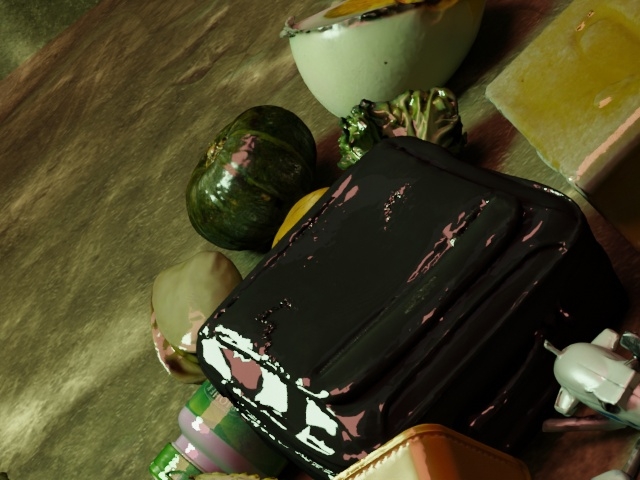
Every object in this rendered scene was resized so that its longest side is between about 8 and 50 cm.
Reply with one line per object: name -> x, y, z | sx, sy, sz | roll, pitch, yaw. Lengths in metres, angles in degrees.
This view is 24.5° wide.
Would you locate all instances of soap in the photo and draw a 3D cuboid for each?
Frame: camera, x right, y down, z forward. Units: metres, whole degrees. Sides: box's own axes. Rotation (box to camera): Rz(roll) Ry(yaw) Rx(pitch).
soap -> 0.356, -0.179, 1.474 | 0.335, 0.156, 0.293 | -44, 29, 10

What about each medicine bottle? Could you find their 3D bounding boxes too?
medicine bottle -> -0.066, 0.183, 1.638 | 0.274, 0.133, 0.133 | -51, 25, -5

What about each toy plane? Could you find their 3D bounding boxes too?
toy plane -> 0.273, 0.148, 1.184 | 0.182, 0.107, 0.273 | -48, 29, 12

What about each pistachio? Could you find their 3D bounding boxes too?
pistachio -> -0.158, 0.097, 1.916 | 0.206, 0.131, 0.129 | -89, 5, -54

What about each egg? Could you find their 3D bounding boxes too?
egg -> 0.105, -0.259, 1.984 | 0.286, 0.174, 0.264 | -26, 17, -16

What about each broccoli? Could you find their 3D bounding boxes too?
broccoli -> 0.109, -0.049, 1.725 | 0.165, 0.145, 0.304 | -6, 43, -1

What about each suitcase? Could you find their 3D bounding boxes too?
suitcase -> 0.087, 0.085, 1.420 | 0.345, 0.188, 0.339 | -45, 40, -16

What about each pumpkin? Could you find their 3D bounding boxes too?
pumpkin -> -0.092, -0.084, 2.044 | 0.223, 0.157, 0.223 | -55, 11, 17

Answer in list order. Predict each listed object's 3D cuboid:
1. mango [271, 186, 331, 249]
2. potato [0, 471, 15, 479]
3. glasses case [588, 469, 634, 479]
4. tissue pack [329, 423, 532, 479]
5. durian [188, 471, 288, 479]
mango -> 0.000, 0.000, 1.823 | 0.145, 0.112, 0.219 | -45, 20, 12
potato -> -0.438, 0.404, 1.862 | 0.210, 0.173, 0.307 | -50, 27, -10
glasses case -> 0.167, 0.279, 1.199 | 0.248, 0.065, 0.087 | -39, 39, 20
tissue pack -> 0.084, 0.309, 1.108 | 0.194, 0.145, 0.274 | -39, 46, 24
durian -> -0.006, 0.315, 1.343 | 0.196, 0.185, 0.305 | -18, 19, -1
